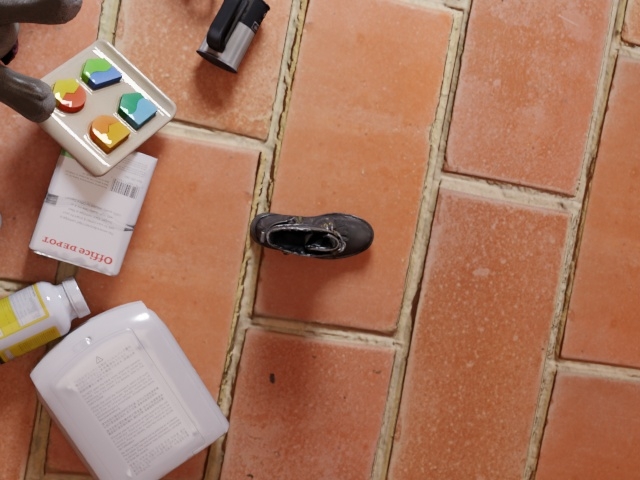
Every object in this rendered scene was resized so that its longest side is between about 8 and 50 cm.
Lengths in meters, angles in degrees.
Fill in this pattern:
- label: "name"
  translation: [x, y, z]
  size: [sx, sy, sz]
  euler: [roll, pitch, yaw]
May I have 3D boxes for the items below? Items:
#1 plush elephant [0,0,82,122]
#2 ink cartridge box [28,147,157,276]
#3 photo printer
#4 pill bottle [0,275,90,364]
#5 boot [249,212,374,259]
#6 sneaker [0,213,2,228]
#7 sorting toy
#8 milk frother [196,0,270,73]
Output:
- label: "plush elephant"
  translation: [-0.539, -0.374, 1.507]
  size: [0.329, 0.255, 0.272]
  euler: [7, 135, -14]
- label: "ink cartridge box"
  translation: [-0.397, -0.066, 1.683]
  size: [0.160, 0.092, 0.220]
  euler: [20, 90, -17]
- label: "photo printer"
  translation: [-0.346, 0.280, 1.725]
  size: [0.256, 0.107, 0.308]
  euler: [-34, 103, -11]
- label: "pill bottle"
  translation: [-0.498, 0.133, 1.669]
  size: [0.184, 0.103, 0.103]
  euler: [-25, 102, -13]
- label: "boot"
  translation: [0.000, 0.000, 1.734]
  size: [0.262, 0.229, 0.091]
  euler: [2, 95, -16]
- label: "sneaker"
  translation: [-0.624, 0.058, 1.593]
  size: [0.106, 0.162, 0.281]
  euler: [26, 88, -17]
- label: "sorting toy"
  translation: [-0.373, -0.232, 1.641]
  size: [0.193, 0.038, 0.208]
  euler: [43, 55, -2]
- label: "milk frother"
  translation: [-0.188, -0.394, 1.721]
  size: [0.143, 0.129, 0.135]
  euler: [26, 87, 26]
